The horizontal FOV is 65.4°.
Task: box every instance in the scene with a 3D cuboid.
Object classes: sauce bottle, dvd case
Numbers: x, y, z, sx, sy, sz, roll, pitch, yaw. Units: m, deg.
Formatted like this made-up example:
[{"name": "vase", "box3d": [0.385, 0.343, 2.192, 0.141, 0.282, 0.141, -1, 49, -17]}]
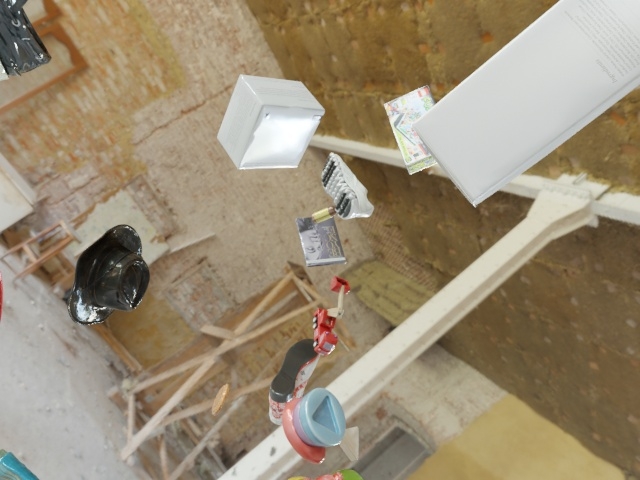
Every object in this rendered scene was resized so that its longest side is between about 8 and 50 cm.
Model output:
[{"name": "sauce bottle", "box3d": [0.031, -0.100, 1.801, 0.042, 0.128, 0.042, -20, 90, -77]}, {"name": "dvd case", "box3d": [0.000, 0.000, 2.010, 0.018, 0.164, 0.222, 117, -36, -56]}]

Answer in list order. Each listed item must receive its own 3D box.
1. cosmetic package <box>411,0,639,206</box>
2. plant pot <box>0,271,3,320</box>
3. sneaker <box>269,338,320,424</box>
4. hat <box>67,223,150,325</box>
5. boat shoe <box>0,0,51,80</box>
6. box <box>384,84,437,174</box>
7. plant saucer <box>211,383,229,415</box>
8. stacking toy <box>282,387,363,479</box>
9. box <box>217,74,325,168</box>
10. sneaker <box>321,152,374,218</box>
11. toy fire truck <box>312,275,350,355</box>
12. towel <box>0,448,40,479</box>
[{"name": "cosmetic package", "box3d": [0.333, -0.220, 0.743, 0.155, 0.365, 0.197, 54, 13, 8]}, {"name": "plant pot", "box3d": [-0.918, 0.160, 1.159, 0.275, 0.243, 0.275, -177, -90, -75]}, {"name": "sneaker", "box3d": [-0.076, 0.416, 1.475, 0.090, 0.270, 0.145, 14, -60, 17]}, {"name": "hat", "box3d": [-0.605, 0.126, 1.520, 0.133, 0.332, 0.331, 22, -21, 11]}, {"name": "boat shoe", "box3d": [-0.480, -0.389, 0.756, 0.127, 0.113, 0.340, 60, -29, 24]}, {"name": "box", "box3d": [0.225, -0.256, 1.139, 0.036, 0.114, 0.207, 50, 23, -51]}, {"name": "plant saucer", "box3d": [-0.262, 0.414, 1.301, 0.013, 0.084, 0.083, 29, -8, -14]}, {"name": "stacking toy", "box3d": [0.047, 0.503, 1.138, 0.279, 0.130, 0.309, 31, 38, -35]}, {"name": "box", "box3d": [-0.118, -0.274, 1.174, 0.119, 0.180, 0.182, 55, -48, 28]}, {"name": "sneaker", "box3d": [0.088, -0.182, 1.693, 0.110, 0.118, 0.292, -58, -140, 40]}, {"name": "toy fire truck", "box3d": [0.032, 0.209, 1.393, 0.047, 0.135, 0.192, 24, 36, -21]}, {"name": "towel", "box3d": [-0.503, 0.574, 0.895, 0.370, 0.271, 0.040, 43, 21, 3]}]
